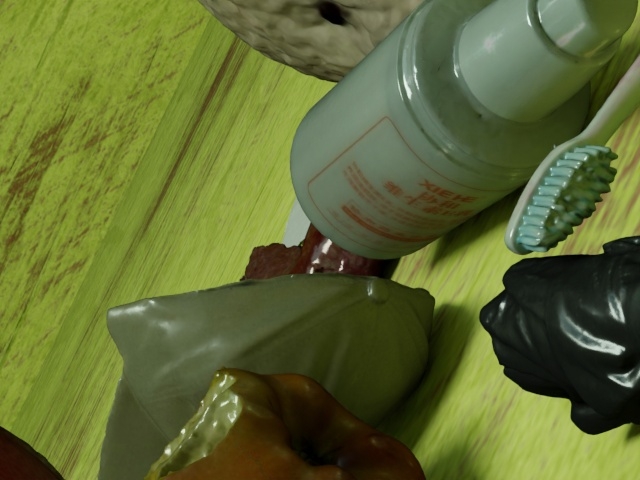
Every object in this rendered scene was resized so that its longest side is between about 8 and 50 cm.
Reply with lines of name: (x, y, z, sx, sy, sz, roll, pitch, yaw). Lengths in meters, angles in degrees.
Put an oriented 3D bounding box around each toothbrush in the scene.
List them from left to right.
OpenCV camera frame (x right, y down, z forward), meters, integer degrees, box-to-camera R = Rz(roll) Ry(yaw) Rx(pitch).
toothbrush: (0.150, -0.099, 0.498, 0.269, 0.021, 0.027, -51, 29, -7)

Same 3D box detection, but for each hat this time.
hat: (-0.017, 0.108, 0.714, 0.144, 0.166, 0.173, -12, 81, 49)

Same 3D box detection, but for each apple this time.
apple: (-0.029, 0.141, 0.603, 0.158, 0.147, 0.156, -46, -12, 27)

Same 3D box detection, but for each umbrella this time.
umbrella: (0.123, 0.019, 0.405, 0.059, 0.066, 0.235, -63, 14, -19)

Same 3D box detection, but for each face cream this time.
face cream: (0.072, -0.069, 0.694, 0.251, 0.101, 0.101, -35, 31, 64)

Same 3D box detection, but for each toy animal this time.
toy animal: (0.008, -0.198, 0.909, 0.188, 0.226, 0.358, -61, 14, 1)

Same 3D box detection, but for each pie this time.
pie: (0.000, 0.000, 0.949, 0.219, 0.054, 0.204, -64, 12, -1)

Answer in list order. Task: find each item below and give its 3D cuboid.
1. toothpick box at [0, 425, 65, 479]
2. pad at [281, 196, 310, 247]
toothpick box: (-0.106, 0.208, 0.367, 0.204, 0.204, 0.333, -61, 34, 11)
pad: (0.026, -0.085, 1.122, 0.232, 0.004, 0.156, -49, 20, 48)
